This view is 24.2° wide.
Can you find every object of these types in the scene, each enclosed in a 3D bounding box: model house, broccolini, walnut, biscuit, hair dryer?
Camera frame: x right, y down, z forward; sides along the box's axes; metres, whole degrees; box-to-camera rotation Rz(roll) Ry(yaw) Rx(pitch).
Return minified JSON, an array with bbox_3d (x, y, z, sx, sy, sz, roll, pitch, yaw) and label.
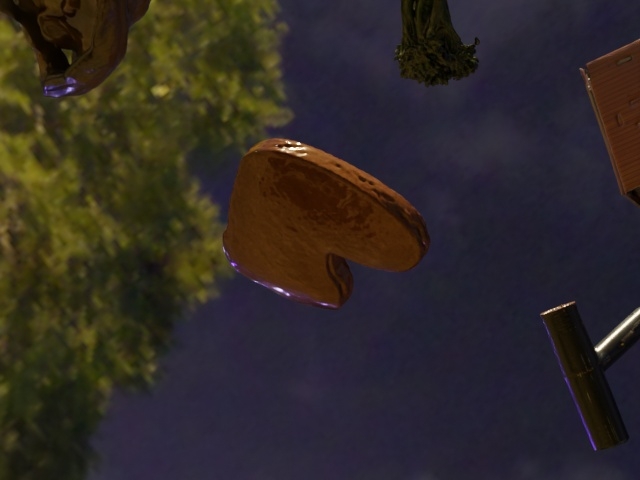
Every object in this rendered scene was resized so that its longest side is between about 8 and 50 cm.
[{"bbox_3d":[0.342,-0.087,1.500,0.207,0.136,0.219,101,-19,-62],"label":"model house"},{"bbox_3d":[0.069,-0.211,1.032,0.067,0.058,0.216,20,-53,44],"label":"broccolini"},{"bbox_3d":[-0.192,-0.242,1.138,0.238,0.141,0.204,52,-39,14],"label":"walnut"},{"bbox_3d":[0.000,0.000,1.338,0.186,0.036,0.192,29,-38,10],"label":"biscuit"},{"bbox_3d":[0.361,0.138,1.766,0.050,0.195,0.173,-21,-92,53],"label":"hair dryer"}]
